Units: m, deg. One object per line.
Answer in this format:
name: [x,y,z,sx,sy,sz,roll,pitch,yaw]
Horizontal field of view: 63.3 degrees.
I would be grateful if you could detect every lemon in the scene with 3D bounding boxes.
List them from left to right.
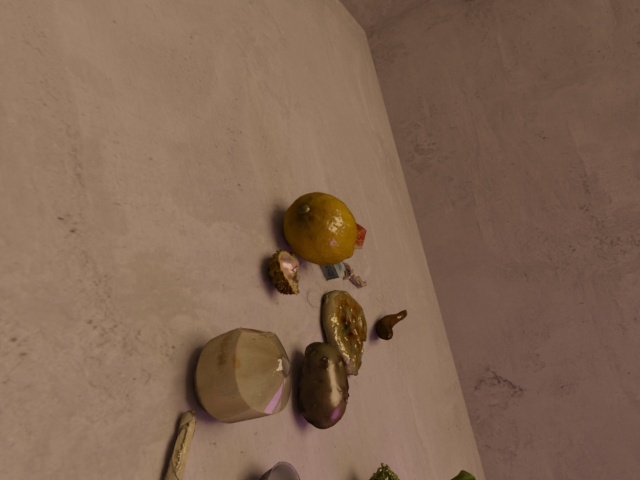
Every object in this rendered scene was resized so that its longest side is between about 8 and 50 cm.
lemon: [0.004,-0.035,1.806,0.320,0.245,0.245,46,35,-53]

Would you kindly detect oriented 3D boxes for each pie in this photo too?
pie: [0.098,0.342,1.971,0.337,0.075,0.337,45,35,-46]

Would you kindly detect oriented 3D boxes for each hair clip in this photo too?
hair clip: [0.154,0.175,2.266,0.226,0.034,0.072,45,39,-51]

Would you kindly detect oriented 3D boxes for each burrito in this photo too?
burrito: [-0.292,0.441,1.073,0.185,0.041,0.045,-84,165,-47]

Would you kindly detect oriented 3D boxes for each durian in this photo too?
durian: [-0.120,0.093,1.664,0.140,0.078,0.224,52,17,-15]

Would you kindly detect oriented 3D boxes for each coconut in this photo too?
coconut: [-0.167,0.311,1.212,0.241,0.241,0.241,46,35,-46]

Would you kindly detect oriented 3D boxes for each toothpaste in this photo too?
toothpaste: [0.000,0.000,2.002,0.313,0.071,0.089,66,28,-17]

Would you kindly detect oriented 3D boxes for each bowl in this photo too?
bowl: [-0.120,0.641,1.262,0.189,0.086,0.189,49,32,-47]

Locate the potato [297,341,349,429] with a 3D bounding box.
potato: [0.008,0.445,1.603,0.165,0.165,0.262,35,46,-56]

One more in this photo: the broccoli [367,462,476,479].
broccoli: [0.309,0.868,1.718,0.353,0.397,0.275,38,16,-47]

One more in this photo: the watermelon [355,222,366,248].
watermelon: [0.165,-0.038,2.363,0.125,0.094,0.135,34,41,-47]

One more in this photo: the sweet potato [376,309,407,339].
sweet potato: [0.314,0.394,2.378,0.346,0.108,0.079,-30,110,-64]
